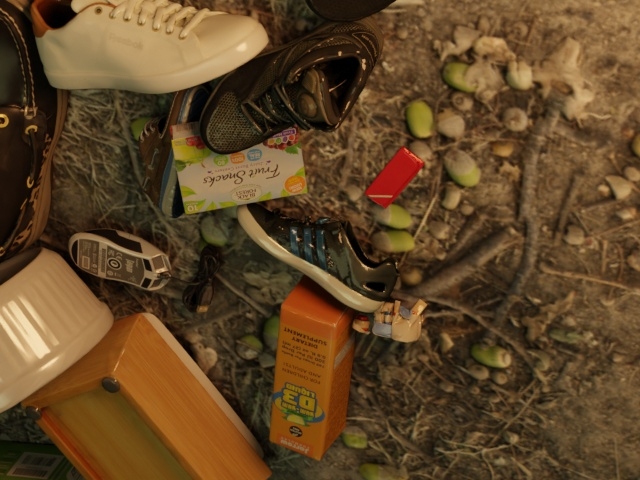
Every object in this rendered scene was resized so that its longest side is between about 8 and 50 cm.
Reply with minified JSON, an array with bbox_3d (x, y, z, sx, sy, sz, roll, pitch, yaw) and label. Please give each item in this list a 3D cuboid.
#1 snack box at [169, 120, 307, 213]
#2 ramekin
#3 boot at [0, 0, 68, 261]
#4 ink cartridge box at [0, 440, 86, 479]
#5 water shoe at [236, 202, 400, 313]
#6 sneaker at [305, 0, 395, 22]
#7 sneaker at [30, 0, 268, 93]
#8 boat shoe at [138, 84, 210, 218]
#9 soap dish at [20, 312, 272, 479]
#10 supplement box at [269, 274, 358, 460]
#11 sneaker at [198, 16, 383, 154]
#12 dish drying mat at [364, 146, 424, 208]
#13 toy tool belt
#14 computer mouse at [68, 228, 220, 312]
[{"bbox_3d":[-0.091,-0.090,1.792,0.141,0.037,0.100,-11,125,-3],"label":"snack box"},{"bbox_3d":[-0.403,0.116,2.000,0.273,0.273,0.127,-22,105,37],"label":"ramekin"},{"bbox_3d":[-0.421,-0.079,1.843,0.138,0.284,0.377,22,129,11],"label":"boot"},{"bbox_3d":[-0.414,0.421,2.340,0.188,0.097,0.255,1,123,26],"label":"ink cartridge box"},{"bbox_3d":[0.000,0.000,1.849,0.203,0.073,0.080,34,105,1],"label":"water shoe"},{"bbox_3d":[0.080,-0.308,1.516,0.125,0.140,0.341,42,133,-10],"label":"sneaker"},{"bbox_3d":[-0.199,-0.232,1.736,0.290,0.106,0.123,-1,124,28],"label":"sneaker"},{"bbox_3d":[-0.175,-0.109,1.845,0.066,0.066,0.183,29,128,16],"label":"boat shoe"},{"bbox_3d":[-0.237,0.245,2.098,0.229,0.118,0.291,-21,116,37],"label":"soap dish"},{"bbox_3d":[-0.008,0.156,1.950,0.078,0.080,0.233,19,132,17],"label":"supplement box"},{"bbox_3d":[-0.040,-0.148,1.668,0.227,0.130,0.087,-27,110,20],"label":"sneaker"},{"bbox_3d":[0.082,-0.069,1.782,0.032,0.008,0.083,38,132,-2],"label":"dish drying mat"},{"bbox_3d":[0.081,0.087,1.878,0.083,0.052,0.051,12,97,15],"label":"toy tool belt"},{"bbox_3d":[-0.217,0.023,1.983,0.193,0.042,0.106,18,135,7],"label":"computer mouse"}]
